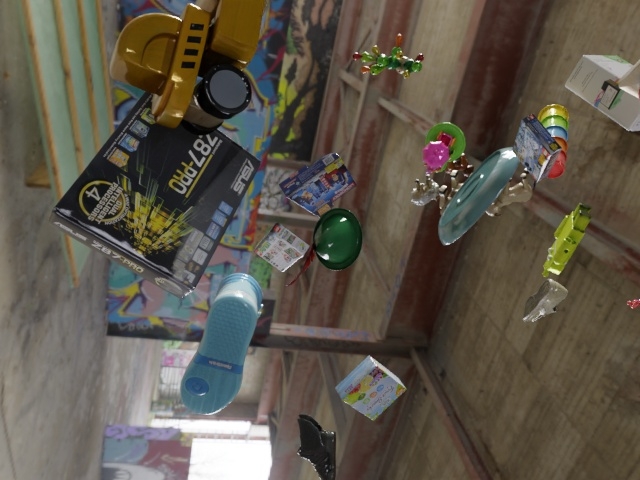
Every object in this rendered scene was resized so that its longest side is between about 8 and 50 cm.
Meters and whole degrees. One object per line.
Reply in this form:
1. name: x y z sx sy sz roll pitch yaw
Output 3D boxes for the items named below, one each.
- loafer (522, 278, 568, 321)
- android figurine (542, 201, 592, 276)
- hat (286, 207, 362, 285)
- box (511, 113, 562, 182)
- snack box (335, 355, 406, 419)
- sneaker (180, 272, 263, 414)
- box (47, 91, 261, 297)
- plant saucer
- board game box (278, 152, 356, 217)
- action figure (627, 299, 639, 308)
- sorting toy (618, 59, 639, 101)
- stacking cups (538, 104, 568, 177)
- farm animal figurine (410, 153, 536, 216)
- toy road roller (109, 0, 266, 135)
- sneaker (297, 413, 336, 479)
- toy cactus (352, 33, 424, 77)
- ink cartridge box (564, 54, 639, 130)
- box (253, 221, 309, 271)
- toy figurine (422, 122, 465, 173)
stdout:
1. loafer: 0.879 0.253 1.951 0.269 0.091 0.102 97 17 -57
2. android figurine: 0.845 0.005 1.717 0.248 0.056 0.273 -45 157 -53
3. hat: 0.000 0.000 1.363 0.172 0.183 0.209 -27 -111 32
4. box: 0.440 -0.187 1.018 0.094 0.027 0.137 61 3 20
5. snack box: 0.184 0.534 1.788 0.174 0.207 0.070 -45 -144 4
6. sneaker: -0.209 0.219 1.117 0.208 0.127 0.319 -88 -157 -69
7. box: -0.350 -0.116 1.125 0.097 0.318 0.395 -26 -146 50
8. plant saucer: 0.410 -0.126 1.320 0.318 0.043 0.317 -53 180 -1
9. board game box: 0.003 -0.155 1.508 0.060 0.194 0.194 58 4 36
10. action figure: 0.947 0.181 1.460 0.038 0.115 0.030 113 -33 -49
11. sorting toy: 0.852 -0.353 1.083 0.090 0.257 0.255 -63 180 -30
12. stacking cups: 0.724 -0.314 1.552 0.096 0.095 0.316 110 6 -46
13. farm animal figurine: 0.532 -0.162 1.733 0.330 0.326 0.172 33 -29 44
14. toy road roller: -0.257 -0.379 0.955 0.202 0.240 0.330 -3 -105 59
15. sneaker: -0.011 0.480 1.116 0.051 0.088 0.171 -32 124 -80
16. toy cactus: 0.219 -0.526 1.449 0.218 0.180 0.112 13 -74 40
17. ink cartridge box: 0.983 -0.485 1.615 0.278 0.201 0.117 57 -36 34
18. box: -0.116 0.024 1.421 0.036 0.114 0.207 -57 -172 -25
19. toy figurine: 0.360 -0.264 1.551 0.159 0.130 0.173 -45 160 -49
